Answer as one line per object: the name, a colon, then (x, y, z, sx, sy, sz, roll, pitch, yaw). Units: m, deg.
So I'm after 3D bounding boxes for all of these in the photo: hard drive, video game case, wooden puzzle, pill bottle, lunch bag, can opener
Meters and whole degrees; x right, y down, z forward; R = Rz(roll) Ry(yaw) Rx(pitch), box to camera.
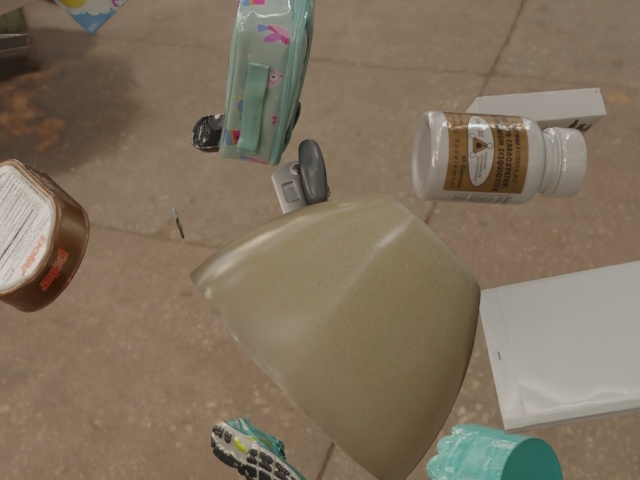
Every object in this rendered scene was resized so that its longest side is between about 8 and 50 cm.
hard drive: (0.382, 0.135, 1.175, 0.308, 0.040, 0.203, -12, 62, 9)
video game case: (-0.640, -0.321, 1.408, 0.274, 0.026, 0.196, 1, 16, 2)
wooden puzzle: (-0.293, -0.037, 1.800, 0.006, 0.049, 0.083, -18, 41, -5)
pill bottle: (0.257, -0.117, 1.262, 0.229, 0.131, 0.131, 2, 35, -8)
lunch bag: (-0.073, -0.244, 1.197, 0.108, 0.279, 0.224, 6, 52, -6)
can opener: (0.000, 0.000, 1.174, 0.074, 0.093, 0.280, -16, 69, -5)

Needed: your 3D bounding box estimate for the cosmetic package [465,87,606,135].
cosmetic package: (0.377, -0.218, 1.557, 0.239, 0.099, 0.060, -7, 71, -13)

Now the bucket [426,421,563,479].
bucket: (0.377, 0.533, 1.863, 0.183, 0.281, 0.281, -5, 24, 48)

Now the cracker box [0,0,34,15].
cracker box: (-0.353, -0.321, 0.906, 0.232, 0.155, 0.067, -13, 1, 23)

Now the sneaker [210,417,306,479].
sneaker: (-0.114, 0.451, 1.832, 0.110, 0.107, 0.275, -13, 33, -43)

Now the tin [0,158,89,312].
tin: (-0.271, -0.008, 0.780, 0.190, 0.040, 0.106, 32, 92, 46)

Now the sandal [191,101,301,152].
sandal: (-0.149, -0.215, 1.642, 0.255, 0.054, 0.097, -10, 66, 32)

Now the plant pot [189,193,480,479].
plant pot: (0.041, 0.066, 0.841, 0.191, 0.284, 0.284, -45, 44, -1)

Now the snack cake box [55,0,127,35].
snack cake box: (-0.330, -0.478, 1.405, 0.264, 0.152, 0.089, -35, 25, 24)
